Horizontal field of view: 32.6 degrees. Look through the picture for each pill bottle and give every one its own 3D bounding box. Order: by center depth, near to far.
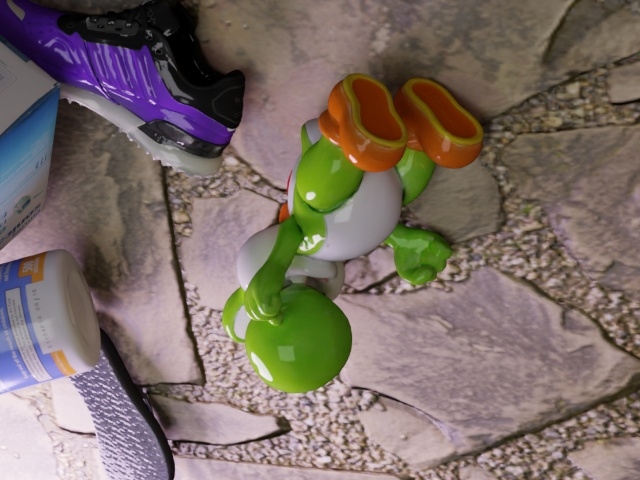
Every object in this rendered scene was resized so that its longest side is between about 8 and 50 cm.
[{"bbox_3d":[-0.411,0.115,1.290,0.272,0.152,0.152,-15,112,0],"label":"pill bottle"}]

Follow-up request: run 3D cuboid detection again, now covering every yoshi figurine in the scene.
[{"bbox_3d":[0.018,0.020,1.093,0.203,0.203,0.362,32,128,-3],"label":"yoshi figurine"}]

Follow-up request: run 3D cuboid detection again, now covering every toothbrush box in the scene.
[{"bbox_3d":[-0.404,-0.121,1.160,0.216,0.126,0.295,39,150,3],"label":"toothbrush box"}]

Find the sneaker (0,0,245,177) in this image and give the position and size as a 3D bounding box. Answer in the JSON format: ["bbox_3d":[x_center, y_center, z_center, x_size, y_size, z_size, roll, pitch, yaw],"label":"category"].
[{"bbox_3d":[-0.201,-0.200,1.128,0.293,0.102,0.146,31,118,1],"label":"sneaker"}]

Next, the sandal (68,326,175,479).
[{"bbox_3d":[-0.251,0.220,1.405,0.097,0.054,0.255,-17,99,22],"label":"sandal"}]
